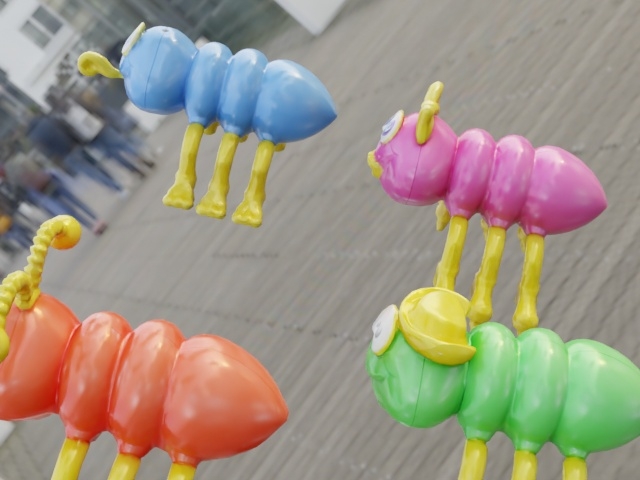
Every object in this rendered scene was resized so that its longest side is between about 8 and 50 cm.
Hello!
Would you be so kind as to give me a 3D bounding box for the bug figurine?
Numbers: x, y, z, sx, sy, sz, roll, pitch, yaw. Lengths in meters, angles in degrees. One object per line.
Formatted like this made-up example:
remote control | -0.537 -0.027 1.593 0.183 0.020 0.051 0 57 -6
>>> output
bug figurine | 0.000 0.000 0.413 0.279 0.216 0.072 -83 6 -58
